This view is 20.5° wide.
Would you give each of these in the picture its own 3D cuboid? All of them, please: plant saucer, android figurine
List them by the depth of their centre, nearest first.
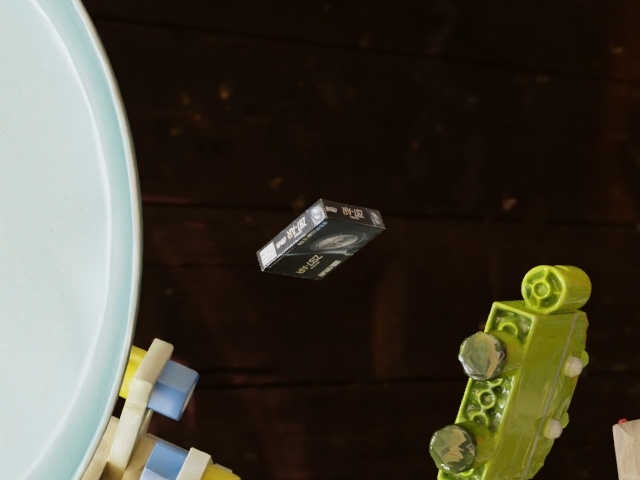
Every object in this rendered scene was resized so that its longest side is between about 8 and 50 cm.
[{"bbox_3d":[-0.200,-0.005,0.674,0.044,0.318,0.317,-8,-92,-68],"label":"plant saucer"},{"bbox_3d":[0.180,0.139,1.588,0.273,0.056,0.248,7,-79,-64],"label":"android figurine"}]

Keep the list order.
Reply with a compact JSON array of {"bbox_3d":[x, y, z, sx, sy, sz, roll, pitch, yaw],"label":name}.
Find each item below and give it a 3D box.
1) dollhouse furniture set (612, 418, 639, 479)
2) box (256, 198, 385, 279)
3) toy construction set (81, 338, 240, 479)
[{"bbox_3d":[0.144,0.189,0.973,0.129,0.184,0.129,-87,-13,-48],"label":"dollhouse furniture set"},{"bbox_3d":[0.000,0.000,1.415,0.067,0.083,0.018,11,-129,-43],"label":"box"},{"bbox_3d":[-0.115,0.212,1.081,0.327,0.151,0.215,76,-146,-62],"label":"toy construction set"}]
